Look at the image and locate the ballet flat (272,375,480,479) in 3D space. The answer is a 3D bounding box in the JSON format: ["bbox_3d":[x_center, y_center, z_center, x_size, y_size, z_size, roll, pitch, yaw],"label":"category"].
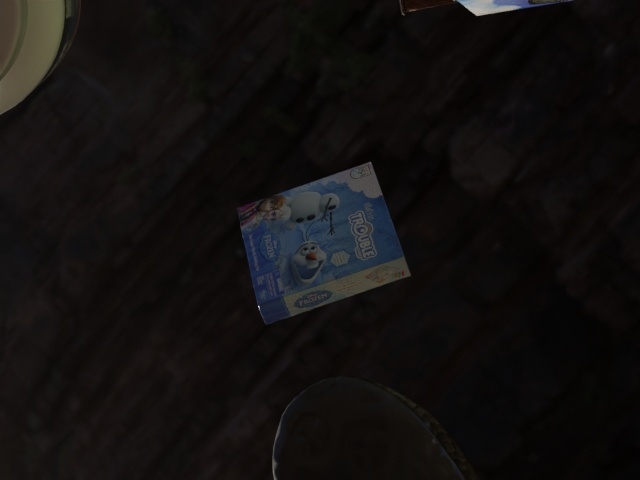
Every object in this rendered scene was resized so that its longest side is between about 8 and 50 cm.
[{"bbox_3d":[0.067,0.158,0.484,0.084,0.250,0.058,-43,-20,14],"label":"ballet flat"}]

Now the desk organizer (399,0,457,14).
[{"bbox_3d":[0.073,-0.238,0.950,0.050,0.130,0.047,-11,12,5],"label":"desk organizer"}]

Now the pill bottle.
[{"bbox_3d":[-0.167,-0.106,0.572,0.108,0.108,0.180,-49,13,5],"label":"pill bottle"}]

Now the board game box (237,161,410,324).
[{"bbox_3d":[0.000,0.000,0.766,0.090,0.090,0.020,-19,-47,2],"label":"board game box"}]

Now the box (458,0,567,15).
[{"bbox_3d":[0.084,-0.150,0.578,0.109,0.042,0.178,-5,-7,29],"label":"box"}]
